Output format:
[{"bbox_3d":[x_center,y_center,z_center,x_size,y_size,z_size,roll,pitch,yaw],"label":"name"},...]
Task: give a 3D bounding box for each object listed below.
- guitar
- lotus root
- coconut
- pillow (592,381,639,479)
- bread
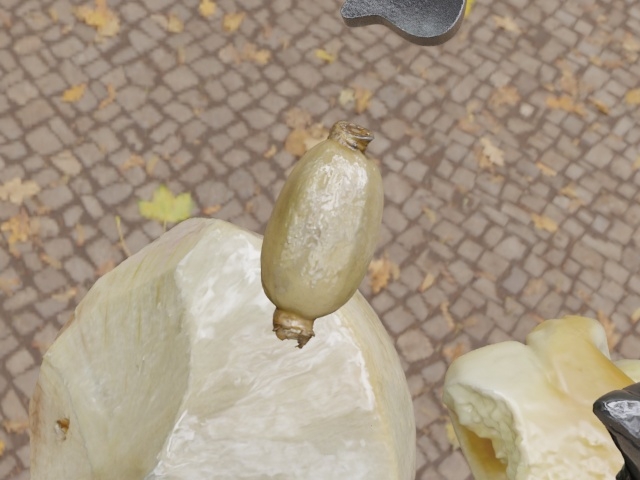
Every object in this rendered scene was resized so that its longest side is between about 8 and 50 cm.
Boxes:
[{"bbox_3d":[0.009,-0.216,0.866,0.233,0.025,0.088,8,81,11],"label":"guitar"},{"bbox_3d":[0.000,0.000,0.647,0.062,0.150,0.073,24,12,40],"label":"lotus root"},{"bbox_3d":[-0.093,0.174,0.932,0.344,0.415,0.415,-14,56,14],"label":"coconut"},{"bbox_3d":[0.275,0.137,0.659,0.186,0.250,0.106,-6,66,18],"label":"pillow"},{"bbox_3d":[0.288,0.252,0.977,0.245,0.329,0.424,-40,53,4],"label":"bread"}]
